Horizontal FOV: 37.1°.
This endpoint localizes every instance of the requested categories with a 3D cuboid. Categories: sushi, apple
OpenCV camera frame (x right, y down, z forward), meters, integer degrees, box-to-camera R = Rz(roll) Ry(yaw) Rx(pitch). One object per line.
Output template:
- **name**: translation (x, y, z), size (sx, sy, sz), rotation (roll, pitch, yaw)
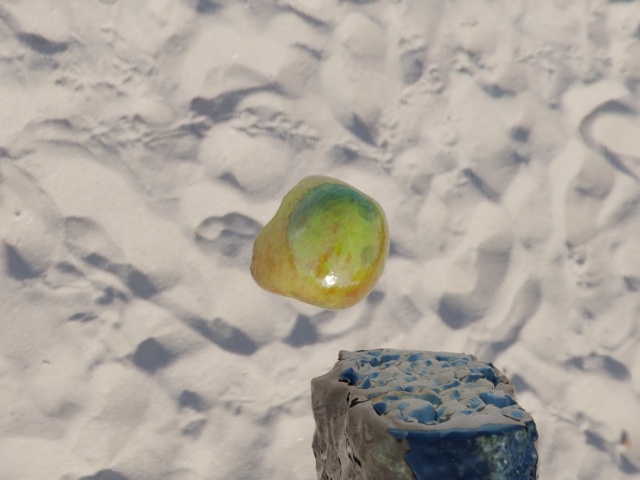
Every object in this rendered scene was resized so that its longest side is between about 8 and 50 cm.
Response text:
- **sushi**: translation (0.101, 0.213, 0.939), size (0.210, 0.350, 0.171), rotation (1, 97, -9)
- **apple**: translation (0.000, 0.000, 1.693), size (0.246, 0.246, 0.226), rotation (16, 95, -29)
